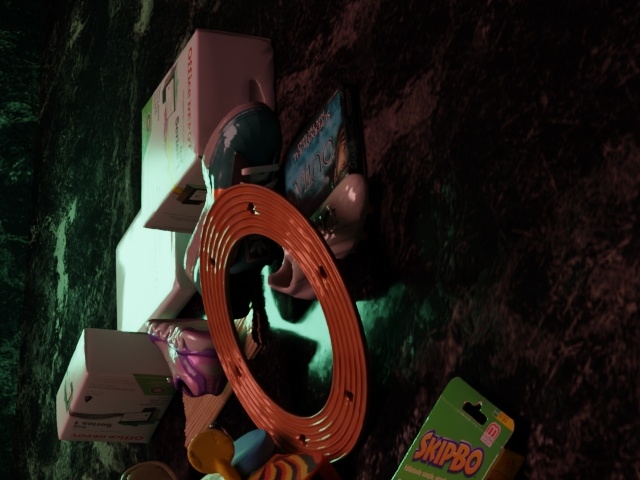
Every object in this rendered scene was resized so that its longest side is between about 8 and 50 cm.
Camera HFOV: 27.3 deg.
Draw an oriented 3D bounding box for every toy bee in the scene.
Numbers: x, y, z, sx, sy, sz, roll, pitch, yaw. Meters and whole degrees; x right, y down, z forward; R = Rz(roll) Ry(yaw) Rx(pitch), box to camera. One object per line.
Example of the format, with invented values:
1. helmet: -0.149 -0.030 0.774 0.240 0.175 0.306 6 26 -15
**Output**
1. toy bee: -0.093 0.314 1.543 0.195 0.162 0.298 46 157 3

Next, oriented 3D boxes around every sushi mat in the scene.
1. sushi mat: -0.148 0.168 1.905 0.316 0.019 0.151 121 148 -47

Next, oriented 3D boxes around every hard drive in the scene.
1. hard drive: -0.277 0.041 2.220 0.353 0.047 0.233 134 137 -56

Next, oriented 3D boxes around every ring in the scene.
1. ring: -0.040 0.095 1.508 0.336 0.032 0.336 30 129 46

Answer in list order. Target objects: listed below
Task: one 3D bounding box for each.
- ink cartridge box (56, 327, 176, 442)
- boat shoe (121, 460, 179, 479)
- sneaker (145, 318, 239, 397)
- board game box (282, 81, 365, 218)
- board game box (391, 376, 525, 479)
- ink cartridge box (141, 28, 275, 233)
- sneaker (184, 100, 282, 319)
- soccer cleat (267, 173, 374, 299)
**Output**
1. ink cartridge box: -0.330 0.241 2.149 0.219 0.160 0.092 120 148 -47
2. boat shoe: -0.204 0.439 1.879 0.302 0.113 0.103 -127 27 -57
3. sneaker: -0.186 0.165 1.861 0.236 0.095 0.104 -170 78 -67
4. board game box: 0.002 -0.089 1.590 0.186 0.026 0.126 131 140 -55
5. board game box: 0.091 0.256 1.179 0.259 0.039 0.124 -63 26 5
6. ink cartridge box: -0.167 -0.151 1.901 0.278 0.117 0.201 140 132 -59
7. sneaker: -0.094 -0.031 1.715 0.121 0.108 0.302 50 137 40
8. soccer cleat: 0.000 0.000 1.504 0.196 0.076 0.068 118 150 -42
